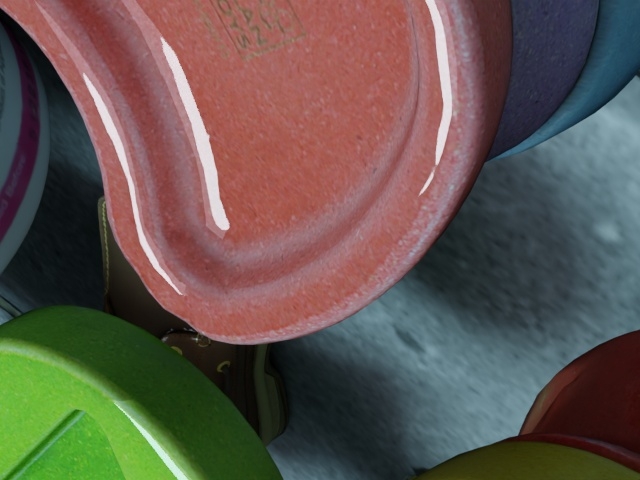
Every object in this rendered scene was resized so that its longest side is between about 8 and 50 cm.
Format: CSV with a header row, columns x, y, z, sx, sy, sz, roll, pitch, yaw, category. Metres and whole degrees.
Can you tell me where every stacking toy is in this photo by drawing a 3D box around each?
x,y,z,sx,sy,sz,roll,pitch,yaw,category
0.000,0.000,0.478,0.279,0.130,0.309,-3,116,43,stacking toy

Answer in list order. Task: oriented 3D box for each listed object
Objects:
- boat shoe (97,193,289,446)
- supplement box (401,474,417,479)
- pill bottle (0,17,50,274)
x,y,z,sx,sy,sz,roll,pitch,yaw,category
-0.057,0.041,0.692,0.064,0.060,0.178,28,148,30,boat shoe
0.084,0.305,0.714,0.195,0.194,0.356,23,146,36,supplement box
-0.224,-0.076,0.557,0.160,0.160,0.283,27,169,31,pill bottle
